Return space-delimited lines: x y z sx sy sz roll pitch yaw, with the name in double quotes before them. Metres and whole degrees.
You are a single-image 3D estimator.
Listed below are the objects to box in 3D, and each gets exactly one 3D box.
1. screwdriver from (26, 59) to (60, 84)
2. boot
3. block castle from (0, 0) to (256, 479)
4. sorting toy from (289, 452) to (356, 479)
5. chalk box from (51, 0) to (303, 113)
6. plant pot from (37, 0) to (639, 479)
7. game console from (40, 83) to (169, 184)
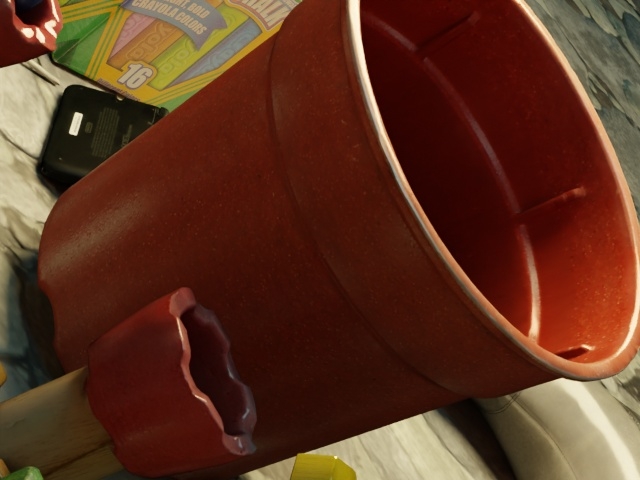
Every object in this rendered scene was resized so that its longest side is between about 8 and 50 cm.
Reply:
"screwdriver" -0.225 -0.144 1.262 0.170 0.024 0.025 38 -4 -36
"boot" 0.120 0.097 1.485 0.223 0.118 0.338 32 18 -35
"block castle" -0.154 0.029 0.720 0.453 0.213 0.303 -68 134 -74
"sorting toy" -0.004 0.234 0.884 0.229 0.041 0.307 -47 136 -67
"chalk box" -0.090 -0.213 1.377 0.132 0.213 0.132 25 34 -49
"plant pot" 0.000 0.000 1.108 0.272 0.265 0.272 37 39 -37
"game console" -0.132 -0.037 1.292 0.107 0.071 0.122 16 29 -8
